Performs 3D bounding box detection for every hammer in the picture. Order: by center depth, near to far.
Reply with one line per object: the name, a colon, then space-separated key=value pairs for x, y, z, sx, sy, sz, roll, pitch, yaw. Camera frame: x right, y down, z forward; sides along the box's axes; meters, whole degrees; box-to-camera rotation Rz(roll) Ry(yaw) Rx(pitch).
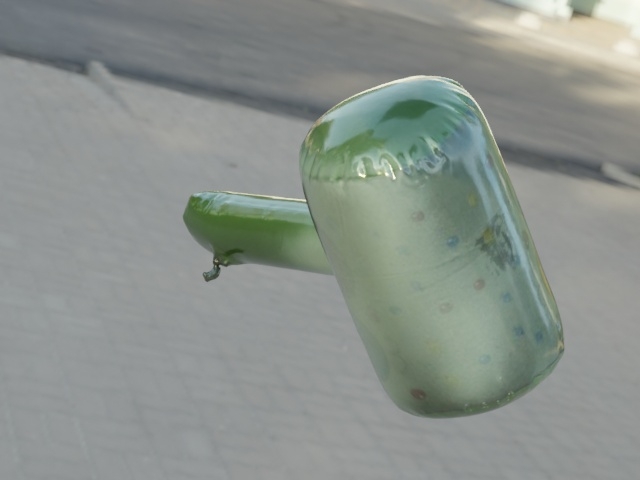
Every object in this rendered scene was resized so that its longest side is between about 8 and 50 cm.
hammer: x=0.000 y=0.000 z=0.869 sx=0.119 sy=0.206 sz=0.335 roll=-35 pitch=24 yaw=-30
